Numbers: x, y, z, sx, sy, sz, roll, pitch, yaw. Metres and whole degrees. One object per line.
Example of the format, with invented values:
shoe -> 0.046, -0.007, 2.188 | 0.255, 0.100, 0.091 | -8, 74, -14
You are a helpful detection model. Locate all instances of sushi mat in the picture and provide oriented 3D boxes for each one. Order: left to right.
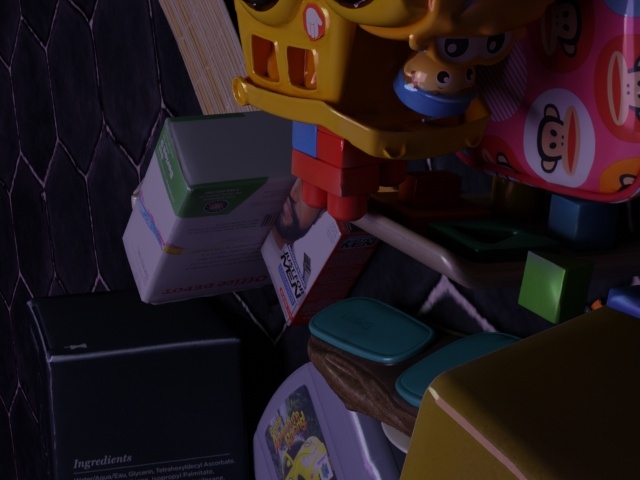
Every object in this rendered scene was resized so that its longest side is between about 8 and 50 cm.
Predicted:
sushi mat -> -0.121, -0.205, 1.532 | 0.316, 0.019, 0.151 | 68, 150, 27

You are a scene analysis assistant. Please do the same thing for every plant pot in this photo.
plant pot -> 0.180, 0.186, 0.827 | 0.187, 0.212, 0.212 | 42, 135, 36

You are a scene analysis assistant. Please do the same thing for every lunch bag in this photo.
lunch bag -> 0.172, -0.172, 0.818 | 0.258, 0.120, 0.293 | 24, 118, 60

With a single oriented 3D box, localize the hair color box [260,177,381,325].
hair color box -> 0.000, 0.000, 1.300 | 0.167, 0.053, 0.093 | -60, 44, 50

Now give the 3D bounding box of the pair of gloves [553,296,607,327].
pair of gloves -> 0.179, 0.041, 0.990 | 0.083, 0.010, 0.074 | 68, 150, 22

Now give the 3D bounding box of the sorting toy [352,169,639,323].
sorting toy -> 0.120, -0.016, 0.888 | 0.348, 0.196, 0.047 | 31, 116, 58

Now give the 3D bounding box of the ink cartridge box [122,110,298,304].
ink cartridge box -> -0.098, -0.033, 1.375 | 0.093, 0.154, 0.212 | 68, 151, 28

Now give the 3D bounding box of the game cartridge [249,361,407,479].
game cartridge -> 0.006, 0.231, 1.356 | 0.294, 0.060, 0.196 | 124, 137, -54

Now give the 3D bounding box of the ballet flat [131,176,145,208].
ballet flat -> -0.193, -0.049, 1.667 | 0.206, 0.067, 0.073 | 18, 113, 62

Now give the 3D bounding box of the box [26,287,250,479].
box -> -0.211, 0.275, 1.578 | 0.293, 0.212, 0.395 | -145, 51, -71

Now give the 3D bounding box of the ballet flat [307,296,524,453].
ballet flat -> 0.095, 0.132, 1.095 | 0.342, 0.116, 0.124 | 12, 127, 62

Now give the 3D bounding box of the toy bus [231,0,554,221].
toy bus -> 0.038, -0.112, 0.807 | 0.220, 0.149, 0.211 | 22, 116, 54
